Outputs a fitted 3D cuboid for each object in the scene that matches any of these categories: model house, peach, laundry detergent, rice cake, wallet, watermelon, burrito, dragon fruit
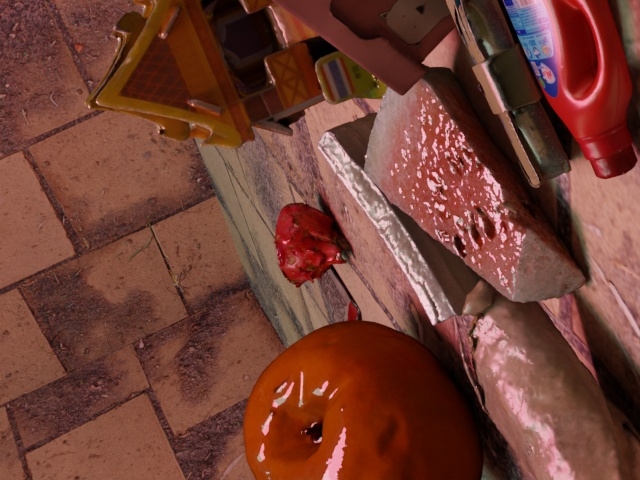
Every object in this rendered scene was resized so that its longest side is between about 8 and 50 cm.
[{"bbox_3d":[-0.135,-0.265,1.088,0.358,0.313,0.242,69,167,-16],"label":"model house"},{"bbox_3d":[0.067,0.282,1.416,0.301,0.343,0.343,13,-147,-42],"label":"peach"},{"bbox_3d":[0.165,-0.116,0.631,0.165,0.049,0.097,64,173,-12],"label":"laundry detergent"},{"bbox_3d":[0.093,-0.029,1.029,0.237,0.043,0.127,56,-147,7],"label":"rice cake"},{"bbox_3d":[0.134,-0.115,0.720,0.155,0.039,0.110,65,-166,-3],"label":"wallet"},{"bbox_3d":[0.141,-0.045,0.877,0.241,0.094,0.154,57,158,31],"label":"watermelon"},{"bbox_3d":[0.238,0.199,0.842,0.348,0.107,0.175,55,173,33],"label":"burrito"},{"bbox_3d":[0.000,0.000,1.725,0.153,0.111,0.153,-1,-90,-68],"label":"dragon fruit"}]

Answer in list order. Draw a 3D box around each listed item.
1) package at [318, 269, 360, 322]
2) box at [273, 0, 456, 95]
[{"bbox_3d":[0.017,0.093,2.001,0.239,0.030,0.154,59,168,32],"label":"package"},{"bbox_3d":[-0.007,-0.248,0.823,0.215,0.086,0.215,25,-155,-46],"label":"box"}]
